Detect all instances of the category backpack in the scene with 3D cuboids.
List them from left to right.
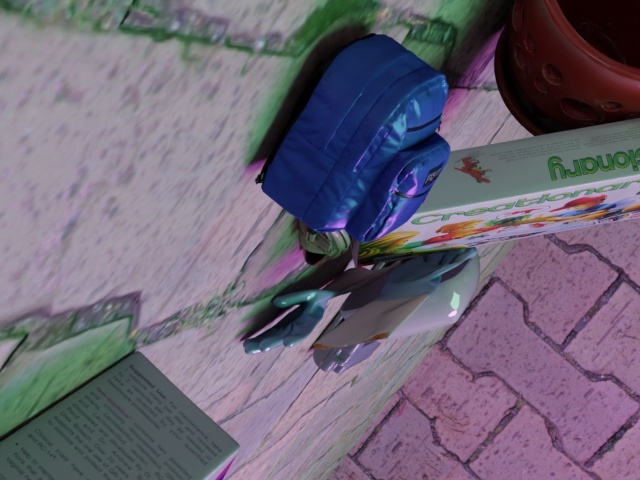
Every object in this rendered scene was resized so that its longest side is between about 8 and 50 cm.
[{"bbox_3d":[0.035,-0.069,0.591,0.098,0.101,0.120,-40,161,-57],"label":"backpack"}]

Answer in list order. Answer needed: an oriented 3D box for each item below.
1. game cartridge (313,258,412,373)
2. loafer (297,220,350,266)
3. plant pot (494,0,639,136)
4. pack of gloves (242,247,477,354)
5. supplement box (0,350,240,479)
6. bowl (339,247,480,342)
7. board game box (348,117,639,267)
[{"bbox_3d":[0.115,0.052,1.248,0.297,0.062,0.198,-53,170,13],"label":"game cartridge"},{"bbox_3d":[0.000,0.000,0.781,0.039,0.045,0.125,-42,168,-4],"label":"loafer"},{"bbox_3d":[0.256,-0.185,0.797,0.191,0.191,0.174,-46,173,-16],"label":"plant pot"},{"bbox_3d":[0.036,0.044,0.895,0.195,0.046,0.232,-16,-169,38],"label":"pack of gloves"},{"bbox_3d":[-0.174,0.190,0.600,0.220,0.114,0.111,-36,160,-48],"label":"supplement box"},{"bbox_3d":[0.103,0.060,0.949,0.142,0.053,0.142,-19,-172,23],"label":"bowl"},{"bbox_3d":[0.178,-0.042,0.812,0.305,0.053,0.193,-10,167,-1],"label":"board game box"}]
